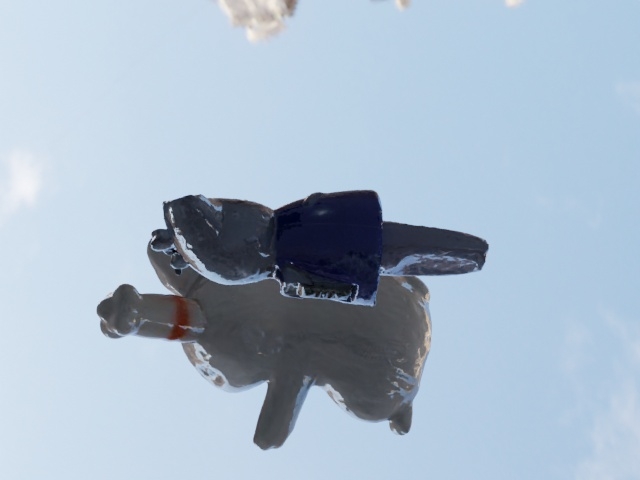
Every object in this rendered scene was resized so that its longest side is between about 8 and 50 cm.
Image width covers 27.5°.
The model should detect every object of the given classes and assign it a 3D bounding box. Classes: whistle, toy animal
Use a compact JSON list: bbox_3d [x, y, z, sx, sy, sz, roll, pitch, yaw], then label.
[{"bbox_3d":[0.000,0.000,0.322,0.083,0.033,0.029,3,-116,-6],"label":"whistle"},{"bbox_3d":[-0.050,0.082,1.087,0.282,0.138,0.140,3,-152,-15],"label":"toy animal"}]
